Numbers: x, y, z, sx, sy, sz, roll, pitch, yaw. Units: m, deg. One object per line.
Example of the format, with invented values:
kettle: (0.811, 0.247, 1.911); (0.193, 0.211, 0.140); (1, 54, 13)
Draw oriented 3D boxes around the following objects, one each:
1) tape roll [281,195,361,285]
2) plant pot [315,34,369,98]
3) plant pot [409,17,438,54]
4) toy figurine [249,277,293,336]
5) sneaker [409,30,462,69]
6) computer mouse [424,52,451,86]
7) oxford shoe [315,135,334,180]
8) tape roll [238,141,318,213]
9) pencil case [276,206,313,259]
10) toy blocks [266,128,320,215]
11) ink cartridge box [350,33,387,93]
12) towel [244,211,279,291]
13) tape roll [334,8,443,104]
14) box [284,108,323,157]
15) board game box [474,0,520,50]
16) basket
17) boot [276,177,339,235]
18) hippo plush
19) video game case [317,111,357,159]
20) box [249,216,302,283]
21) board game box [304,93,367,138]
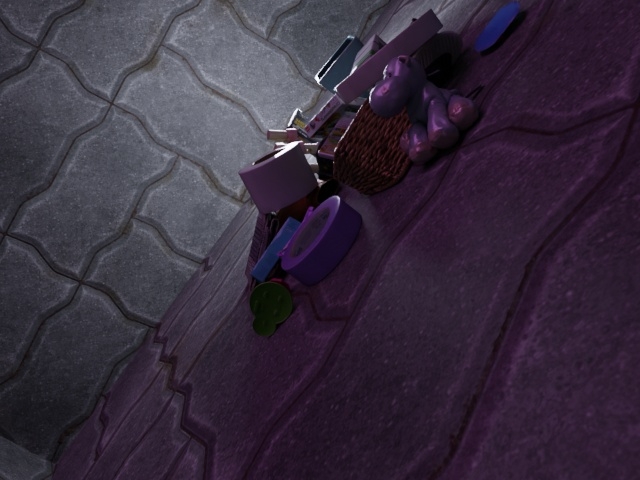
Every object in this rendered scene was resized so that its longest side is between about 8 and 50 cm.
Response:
tape roll: (0.000, 0.000, 1.634); (0.275, 0.090, 0.275); (-47, 17, 20)
plant pot: (0.155, -0.735, 2.433); (0.247, 0.252, 0.248); (-49, 17, 15)
plant pot: (0.358, -0.706, 2.025); (0.165, 0.167, 0.167); (-51, 15, 34)
toy figurine: (-0.142, 0.185, 1.654); (0.159, 0.130, 0.173); (-64, -9, -76)
sneaker: (0.348, -0.601, 1.871); (0.321, 0.126, 0.127); (-41, 22, 32)
computer mouse: (0.335, -0.488, 1.780); (0.262, 0.060, 0.184); (-37, -16, -12)
oxford shoe: (0.036, -0.312, 2.043); (0.096, 0.082, 0.227); (-57, -18, -35)
tape roll: (-0.152, -0.228, 1.960); (0.246, 0.169, 0.246); (-25, 18, 9)
pencil case: (-0.064, -0.006, 1.816); (0.086, 0.088, 0.206); (11, 63, 56)
toy blocks: (-0.079, -0.277, 2.259); (0.309, 0.260, 0.289); (-120, 36, -47)
ink cartridge box: (0.242, -0.663, 2.127); (0.121, 0.211, 0.289); (-43, 20, 32)
towel: (-0.236, 0.028, 2.074); (0.324, 0.056, 0.312); (-137, 62, -72)
tape roll: (0.214, -0.584, 1.746); (0.392, 0.072, 0.392); (-38, 11, 9)
box: (-0.046, -0.479, 2.485); (0.056, 0.231, 0.183); (-44, 18, 36)
board game box: (0.528, -0.619, 1.597); (0.169, 0.033, 0.133); (-53, 21, 17)
basket: (0.197, -0.281, 1.673); (0.299, 0.223, 0.213); (-61, -13, -24)
boot: (-0.049, -0.113, 2.007); (0.283, 0.109, 0.220); (-51, 19, -22)
hippo plush: (0.267, -0.376, 1.415); (0.294, 0.236, 0.234); (-52, 19, -7)
video game case: (0.133, -0.351, 1.880); (0.226, 0.026, 0.206); (18, 65, 31)
box: (-0.141, 0.045, 1.886); (0.244, 0.060, 0.100); (-56, -21, -12)
board game box: (0.100, -0.469, 2.085); (0.305, 0.053, 0.193); (-11, -24, -51)
